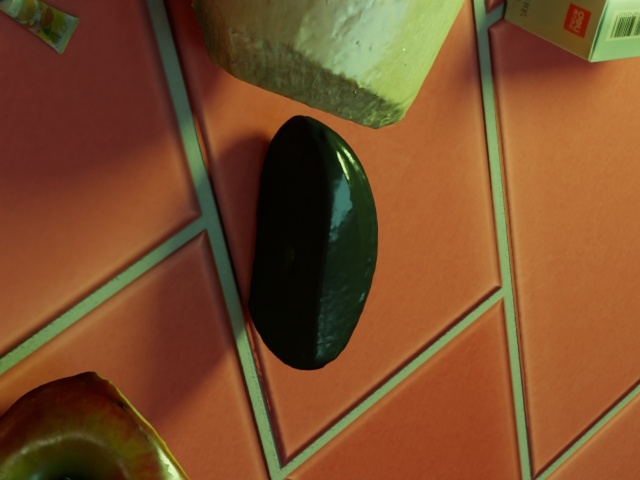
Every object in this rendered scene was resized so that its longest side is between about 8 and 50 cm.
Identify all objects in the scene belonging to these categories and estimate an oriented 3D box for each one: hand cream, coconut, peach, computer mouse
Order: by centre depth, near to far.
[{"bbox_3d":[-0.235,-0.187,1.338,0.102,0.022,0.035,30,85,-57],"label":"hand cream"},{"bbox_3d":[0.015,-0.239,1.415,0.239,0.239,0.244,12,102,-51],"label":"coconut"},{"bbox_3d":[-0.213,0.261,1.503,0.245,0.248,0.274,-20,153,6],"label":"peach"},{"bbox_3d":[0.000,0.000,1.627,0.086,0.137,0.269,-11,121,-33],"label":"computer mouse"}]

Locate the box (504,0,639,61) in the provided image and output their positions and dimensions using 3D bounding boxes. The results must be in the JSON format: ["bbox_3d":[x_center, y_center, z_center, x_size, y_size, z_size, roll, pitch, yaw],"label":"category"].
[{"bbox_3d":[0.343,-0.270,1.839,0.269,0.135,0.079,-11,125,-43],"label":"box"}]
